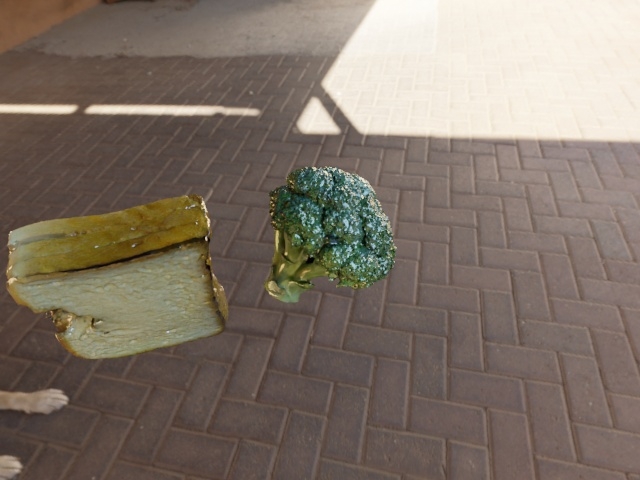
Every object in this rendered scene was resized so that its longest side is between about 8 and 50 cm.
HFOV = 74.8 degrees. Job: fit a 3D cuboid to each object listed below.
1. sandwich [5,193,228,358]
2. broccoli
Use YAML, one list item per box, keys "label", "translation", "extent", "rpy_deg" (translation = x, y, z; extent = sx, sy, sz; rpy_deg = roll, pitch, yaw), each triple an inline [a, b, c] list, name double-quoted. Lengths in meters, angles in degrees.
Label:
- label: "sandwich"
  translation: [-0.267, 0.070, 0.599]
  extent: [0.248, 0.273, 0.095]
  rpy_deg: [-12, 56, -14]
- label: "broccoli"
  translation: [0.000, 0.000, 0.762]
  extent: [0.270, 0.270, 0.270]
  rpy_deg: [-52, 42, 14]
